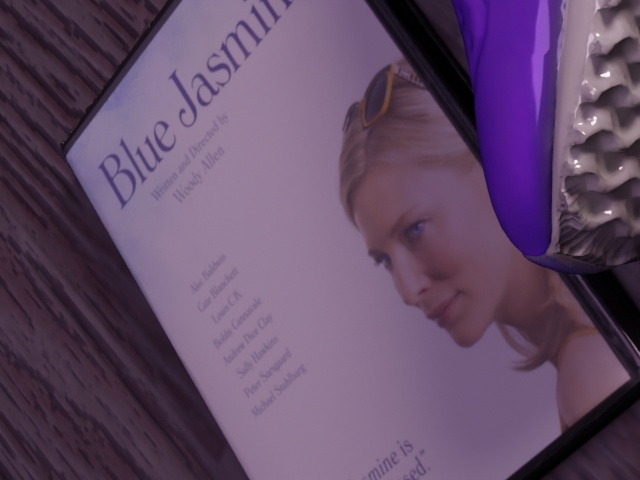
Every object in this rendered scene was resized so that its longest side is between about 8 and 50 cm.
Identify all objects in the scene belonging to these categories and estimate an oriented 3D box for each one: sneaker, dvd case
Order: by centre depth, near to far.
[{"bbox_3d":[0.063,-0.137,0.454,0.146,0.102,0.293,3,90,44],"label":"sneaker"},{"bbox_3d":[0.000,0.000,0.559,0.180,0.022,0.253,-47,64,32],"label":"dvd case"}]
